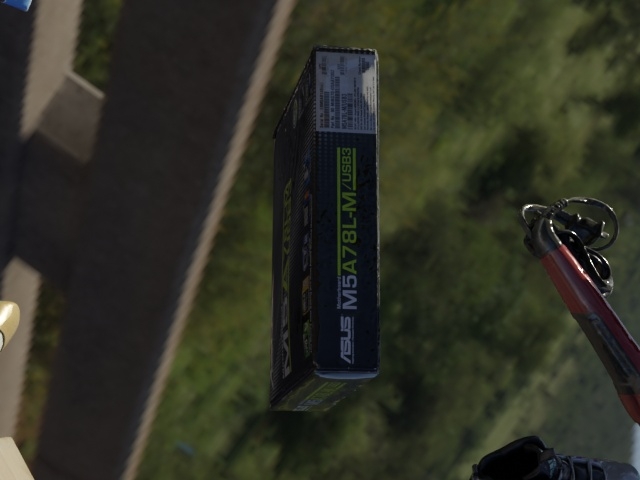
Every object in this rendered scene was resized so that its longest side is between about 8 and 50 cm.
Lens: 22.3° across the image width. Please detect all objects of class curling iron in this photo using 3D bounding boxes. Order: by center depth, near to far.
[{"bbox_3d":[0.201,0.089,0.927,0.068,0.274,0.035,-26,171,-41],"label":"curling iron"}]

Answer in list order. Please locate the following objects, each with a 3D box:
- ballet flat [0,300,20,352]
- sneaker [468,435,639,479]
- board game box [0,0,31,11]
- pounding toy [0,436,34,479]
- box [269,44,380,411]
[{"bbox_3d":[-0.415,0.135,1.786,0.232,0.073,0.080,-24,137,-38],"label":"ballet flat"},{"bbox_3d":[0.127,0.126,0.872,0.069,0.098,0.038,88,-7,-57],"label":"sneaker"},{"bbox_3d":[-0.395,-0.385,1.569,0.291,0.141,0.232,17,96,-38],"label":"board game box"},{"bbox_3d":[-0.280,0.241,1.215,0.141,0.130,0.100,-33,169,14],"label":"pounding toy"},{"bbox_3d":[0.000,0.000,0.982,0.184,0.045,0.190,134,-43,-74],"label":"box"}]
